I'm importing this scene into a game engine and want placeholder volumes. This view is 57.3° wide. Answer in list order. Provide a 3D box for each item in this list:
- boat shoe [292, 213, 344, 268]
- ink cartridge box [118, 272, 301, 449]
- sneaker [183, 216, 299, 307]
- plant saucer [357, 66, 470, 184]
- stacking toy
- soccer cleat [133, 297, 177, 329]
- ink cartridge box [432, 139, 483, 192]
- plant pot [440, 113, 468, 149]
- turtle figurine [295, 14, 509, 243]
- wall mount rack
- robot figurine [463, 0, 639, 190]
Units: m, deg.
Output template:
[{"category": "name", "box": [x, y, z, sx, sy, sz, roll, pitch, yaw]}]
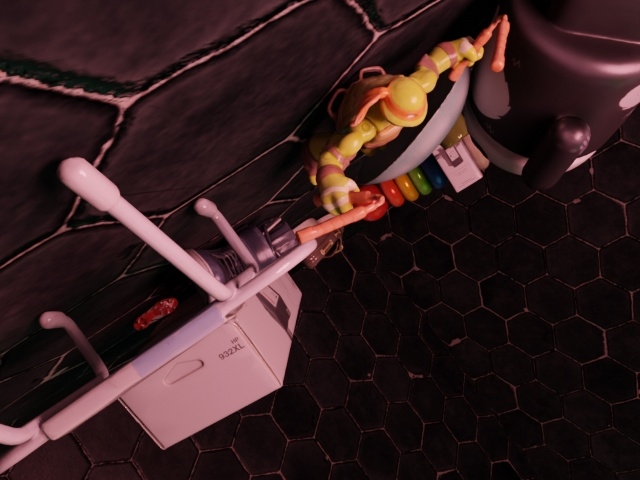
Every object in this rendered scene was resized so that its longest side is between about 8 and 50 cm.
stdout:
[{"category": "boat shoe", "box": [0.000, 0.000, 1.426, 0.116, 0.097, 0.324, -37, 176, 15]}, {"category": "ink cartridge box", "box": [-0.164, 0.157, 0.957, 0.223, 0.129, 0.307, -31, -165, 13]}, {"category": "sneaker", "box": [-0.102, 0.023, 0.799, 0.163, 0.086, 0.226, -26, -178, -11]}, {"category": "plant saucer", "box": [0.116, -0.133, 0.676, 0.195, 0.037, 0.195, -51, -168, 15]}, {"category": "stacking toy", "box": [0.221, -0.151, 1.383, 0.330, 0.141, 0.141, -31, 177, 12]}, {"category": "soccer cleat", "box": [-0.284, 0.124, 1.006, 0.083, 0.029, 0.035, -36, -169, -16]}, {"category": "ink cartridge box", "box": [0.280, -0.184, 1.246, 0.063, 0.151, 0.109, -32, 177, 19]}, {"category": "plant pot", "box": [0.203, -0.193, 0.962, 0.083, 0.079, 0.083, -35, 177, -2]}, {"category": "turtle figurine", "box": [0.040, -0.104, 0.549, 0.270, 0.087, 0.217, -50, -170, -12]}, {"category": "wall mount rack", "box": [-0.178, 0.061, 0.470, 0.350, 0.131, 0.304, -36, 180, 3]}, {"category": "robot figurine", "box": [0.248, -0.183, 0.606, 0.209, 0.173, 0.278, -38, 163, -16]}]
